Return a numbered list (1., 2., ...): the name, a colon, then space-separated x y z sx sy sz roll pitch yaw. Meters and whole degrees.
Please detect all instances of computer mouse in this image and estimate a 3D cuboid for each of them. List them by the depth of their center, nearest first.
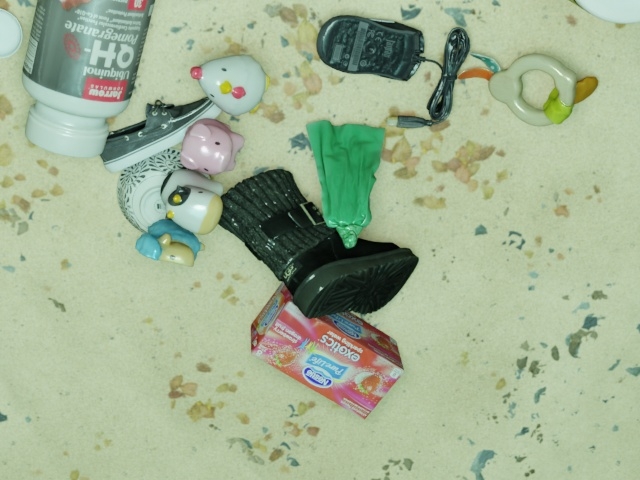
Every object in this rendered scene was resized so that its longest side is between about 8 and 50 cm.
1. computer mouse: 0.111 -0.285 1.879 0.262 0.060 0.184 4 113 -13

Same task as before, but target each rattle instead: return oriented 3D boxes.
1. rattle: 0.355 -0.284 1.904 0.199 0.143 0.130 19 143 29

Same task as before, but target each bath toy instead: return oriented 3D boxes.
1. bath toy: -0.190 -0.134 1.779 0.129 0.151 0.348 9 109 -42

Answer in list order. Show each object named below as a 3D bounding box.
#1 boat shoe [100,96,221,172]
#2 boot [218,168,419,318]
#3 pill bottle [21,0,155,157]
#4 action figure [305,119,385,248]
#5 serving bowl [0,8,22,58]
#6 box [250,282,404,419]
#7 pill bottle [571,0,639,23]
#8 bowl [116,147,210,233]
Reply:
1. boat shoe: -0.278 -0.196 1.879 0.228 0.080 0.076 -24 113 14
2. boot: 0.002 -0.003 1.932 0.260 0.348 0.131 46 113 25
3. pill bottle: -0.374 -0.302 1.771 0.176 0.176 0.318 14 110 -9
4. action figure: 0.044 -0.090 1.866 0.137 0.232 0.063 0 149 -2
5. serving bowl: -0.527 -0.341 1.825 0.083 0.027 0.083 -1 112 -3
6. box: 0.011 0.195 2.025 0.257 0.122 0.128 32 107 -15
7. pill bottle: 0.419 -0.448 1.681 0.188 0.334 0.188 -2 112 -4
8. bowl: -0.271 -0.068 1.924 0.170 0.080 0.170 -1 113 -3
